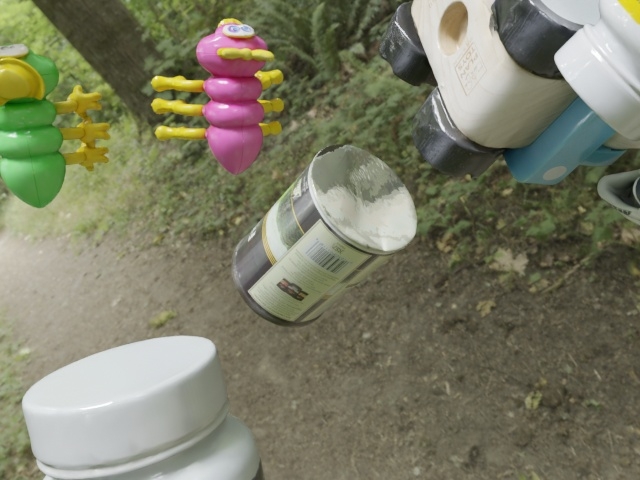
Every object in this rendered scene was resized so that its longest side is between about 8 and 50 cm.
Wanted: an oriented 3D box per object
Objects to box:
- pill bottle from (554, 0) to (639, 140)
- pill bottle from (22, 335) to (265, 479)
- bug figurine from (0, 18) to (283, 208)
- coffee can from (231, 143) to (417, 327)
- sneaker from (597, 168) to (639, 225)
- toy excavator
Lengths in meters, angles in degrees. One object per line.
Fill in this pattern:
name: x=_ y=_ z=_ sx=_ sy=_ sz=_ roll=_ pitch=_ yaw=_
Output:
pill bottle: x=0.285 y=-0.177 z=0.450 sx=0.208 sy=0.119 sz=0.119 roll=-45 pitch=17 yaw=35
pill bottle: x=-0.142 y=0.288 z=0.582 sx=0.204 sy=0.360 sz=0.204 roll=-11 pitch=9 yaw=2
bug figurine: x=-0.110 y=-0.131 z=0.339 sx=0.279 sy=0.216 sz=0.072 roll=-12 pitch=25 yaw=-20
coffee can: x=0.000 y=0.000 z=1.052 sx=0.275 sy=0.202 sz=0.201 roll=-44 pitch=15 yaw=43
sneaker: x=0.386 y=-0.044 z=0.622 sx=0.235 sy=0.095 sz=0.090 roll=173 pitch=118 yaw=-74
toy excavator: x=0.345 y=-0.164 z=0.712 sx=0.222 sy=0.446 sz=0.432 roll=122 pitch=141 yaw=-52
